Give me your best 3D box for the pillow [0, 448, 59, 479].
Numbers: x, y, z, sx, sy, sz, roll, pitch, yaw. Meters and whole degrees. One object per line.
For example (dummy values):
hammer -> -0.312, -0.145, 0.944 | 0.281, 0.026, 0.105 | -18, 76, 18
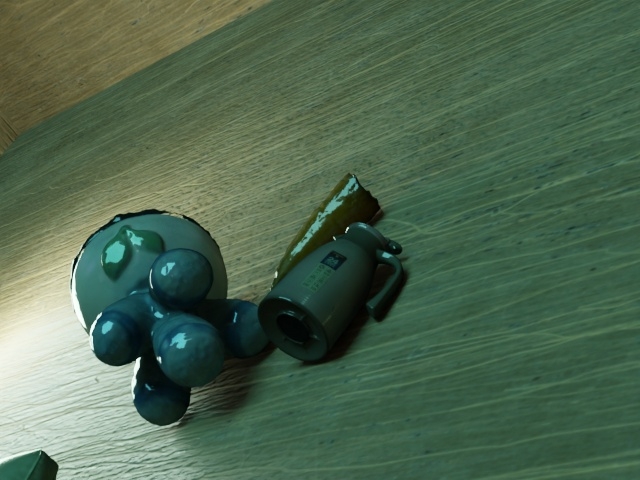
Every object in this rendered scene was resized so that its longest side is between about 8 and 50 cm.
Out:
pillow -> -0.493, 0.424, 1.858 | 0.255, 0.120, 0.322 | -24, 25, 35

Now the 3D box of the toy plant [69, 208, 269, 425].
toy plant -> -0.203, 0.111, 1.917 | 0.247, 0.247, 0.332 | -40, 27, -1

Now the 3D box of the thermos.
thermos -> 0.029, 0.058, 1.790 | 0.137, 0.105, 0.193 | 13, 43, 33

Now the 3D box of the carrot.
carrot -> 0.000, 0.000, 2.003 | 0.205, 0.072, 0.072 | -49, 21, -3
